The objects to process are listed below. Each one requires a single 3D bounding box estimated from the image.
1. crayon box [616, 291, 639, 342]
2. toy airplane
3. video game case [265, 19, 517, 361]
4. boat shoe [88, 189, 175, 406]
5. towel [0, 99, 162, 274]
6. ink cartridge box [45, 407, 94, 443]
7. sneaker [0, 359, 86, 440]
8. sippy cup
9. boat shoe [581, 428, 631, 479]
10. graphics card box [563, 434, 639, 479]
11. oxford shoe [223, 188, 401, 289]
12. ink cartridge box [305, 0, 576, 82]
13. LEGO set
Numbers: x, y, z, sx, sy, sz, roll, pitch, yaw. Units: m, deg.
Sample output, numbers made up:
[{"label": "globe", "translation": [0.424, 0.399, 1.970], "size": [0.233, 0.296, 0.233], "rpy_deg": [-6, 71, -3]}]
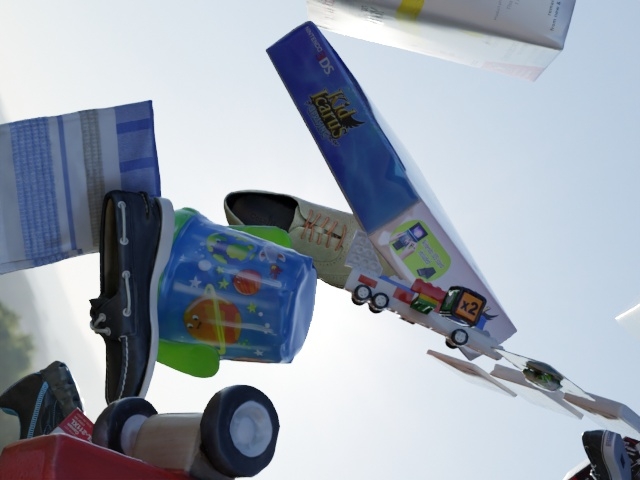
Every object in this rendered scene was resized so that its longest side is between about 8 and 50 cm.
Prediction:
[{"label": "crayon box", "translation": [0.484, 0.042, 1.640], "size": [0.083, 0.203, 0.323], "rpy_deg": [44, -1, 10]}, {"label": "toy airplane", "translation": [-0.050, 0.312, 0.877], "size": [0.384, 0.272, 0.386], "rpy_deg": [24, -37, 10]}, {"label": "video game case", "translation": [0.068, -0.048, 1.244], "size": [0.244, 0.061, 0.269], "rpy_deg": [50, 10, -49]}, {"label": "boat shoe", "translation": [-0.267, 0.083, 1.748], "size": [0.114, 0.091, 0.303], "rpy_deg": [-15, -113, 58]}, {"label": "towel", "translation": [-0.350, -0.070, 1.754], "size": [0.034, 0.285, 0.209], "rpy_deg": [34, -48, 55]}, {"label": "ink cartridge box", "translation": [-0.383, 0.325, 1.779], "size": [0.072, 0.175, 0.127], "rpy_deg": [47, -39, -4]}, {"label": "sneaker", "translation": [-0.433, 0.378, 2.217], "size": [0.125, 0.139, 0.341], "rpy_deg": [90, -25, -65]}, {"label": "sippy cup", "translation": [-0.129, 0.084, 1.957], "size": [0.240, 0.224, 0.306], "rpy_deg": [71, 32, -65]}, {"label": "boat shoe", "translation": [0.336, 0.264, 1.529], "size": [0.049, 0.040, 0.142], "rpy_deg": [-65, 147, -36]}, {"label": "graphics card box", "translation": [0.601, 0.377, 2.125], "size": [0.233, 0.371, 0.094], "rpy_deg": [51, 24, 9]}, {"label": "oxford shoe", "translation": [0.000, 0.000, 2.391], "size": [0.146, 0.397, 0.141], "rpy_deg": [48, 57, -73]}, {"label": "ink cartridge box", "translation": [0.175, -0.378, 1.967], "size": [0.279, 0.384, 0.160], "rpy_deg": [78, 26, -88]}, {"label": "LEGO set", "translation": [0.127, 0.069, 0.947], "size": [0.182, 0.060, 0.244], "rpy_deg": [15, -14, 42]}]
